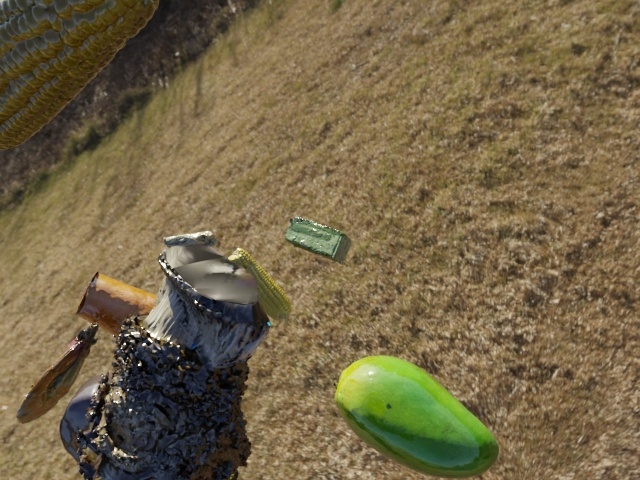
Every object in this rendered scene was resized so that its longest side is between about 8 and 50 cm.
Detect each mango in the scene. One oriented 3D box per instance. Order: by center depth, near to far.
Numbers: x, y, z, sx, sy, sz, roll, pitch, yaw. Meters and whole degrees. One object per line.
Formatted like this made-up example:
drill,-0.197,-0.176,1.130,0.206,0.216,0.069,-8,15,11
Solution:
mango,0.212,0.400,1.091,0.382,0.225,0.201,22,104,22

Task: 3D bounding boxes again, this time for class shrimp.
shrimp,-0.670,0.337,1.232,0.062,0.154,0.294,27,74,5

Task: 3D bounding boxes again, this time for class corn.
corn,-0.309,-0.198,0.509,0.364,0.120,0.120,-23,54,31
corn,-0.141,0.108,1.124,0.067,0.206,0.067,-35,14,10

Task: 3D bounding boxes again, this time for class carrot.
carrot,-0.577,0.219,1.409,0.196,0.254,0.195,-49,25,32

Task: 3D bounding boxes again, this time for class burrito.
burrito,-0.363,0.003,1.338,0.149,0.055,0.041,-7,49,13

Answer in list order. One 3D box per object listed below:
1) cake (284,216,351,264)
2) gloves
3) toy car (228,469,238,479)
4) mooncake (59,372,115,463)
cake,-0.008,-0.001,1.628,0.235,0.099,0.100,19,83,35
gloves,-0.163,0.171,0.547,0.210,0.135,0.312,31,95,18
toy car,-0.266,0.643,1.050,0.198,0.166,0.314,-53,45,21
mooncake,-0.461,0.418,1.090,0.245,0.244,0.133,-24,14,8
